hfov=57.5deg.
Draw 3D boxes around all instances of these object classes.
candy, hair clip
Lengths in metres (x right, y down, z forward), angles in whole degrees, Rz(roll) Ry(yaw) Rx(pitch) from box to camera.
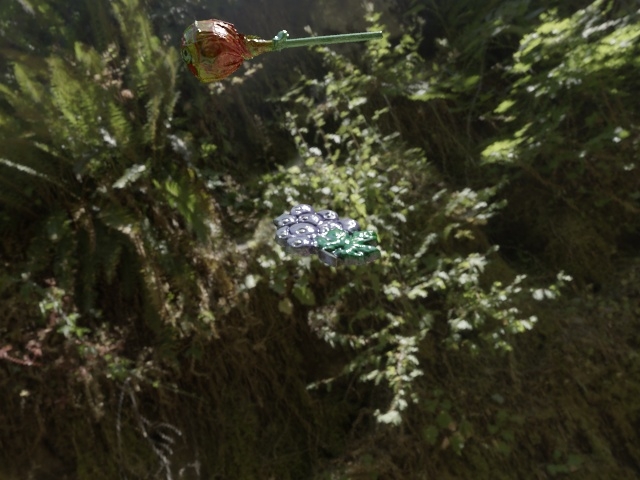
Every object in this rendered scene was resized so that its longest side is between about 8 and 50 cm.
[{"bbox_3d":[-0.038,-0.193,0.574,0.201,0.060,0.060,-6,-15,0],"label":"candy"},{"bbox_3d":[0.001,0.001,0.833,0.195,0.052,0.124,21,39,41],"label":"hair clip"}]
